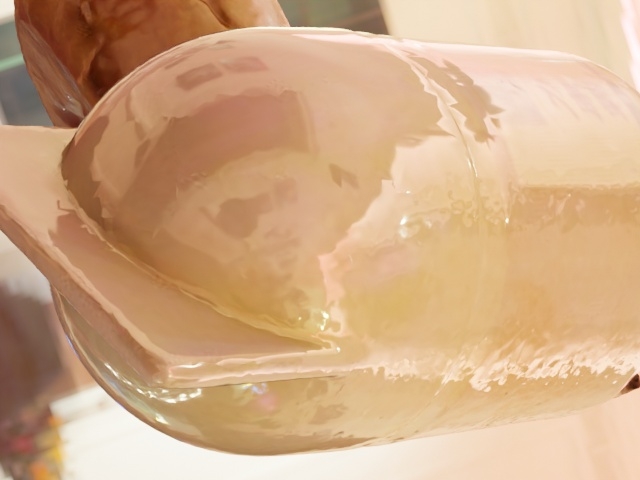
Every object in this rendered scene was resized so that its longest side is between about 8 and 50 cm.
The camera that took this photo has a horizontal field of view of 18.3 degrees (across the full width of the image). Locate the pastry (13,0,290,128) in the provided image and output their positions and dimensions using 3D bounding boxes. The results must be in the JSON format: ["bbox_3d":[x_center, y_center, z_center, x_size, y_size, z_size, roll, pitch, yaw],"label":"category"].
[{"bbox_3d":[-0.091,-0.087,1.476,0.356,0.164,0.356,50,-11,14],"label":"pastry"}]

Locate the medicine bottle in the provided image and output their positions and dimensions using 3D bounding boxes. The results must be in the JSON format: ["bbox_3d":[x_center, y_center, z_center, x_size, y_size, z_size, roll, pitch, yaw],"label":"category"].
[{"bbox_3d":[0.000,0.000,1.105,0.236,0.406,0.236,1,-88,44],"label":"medicine bottle"}]
